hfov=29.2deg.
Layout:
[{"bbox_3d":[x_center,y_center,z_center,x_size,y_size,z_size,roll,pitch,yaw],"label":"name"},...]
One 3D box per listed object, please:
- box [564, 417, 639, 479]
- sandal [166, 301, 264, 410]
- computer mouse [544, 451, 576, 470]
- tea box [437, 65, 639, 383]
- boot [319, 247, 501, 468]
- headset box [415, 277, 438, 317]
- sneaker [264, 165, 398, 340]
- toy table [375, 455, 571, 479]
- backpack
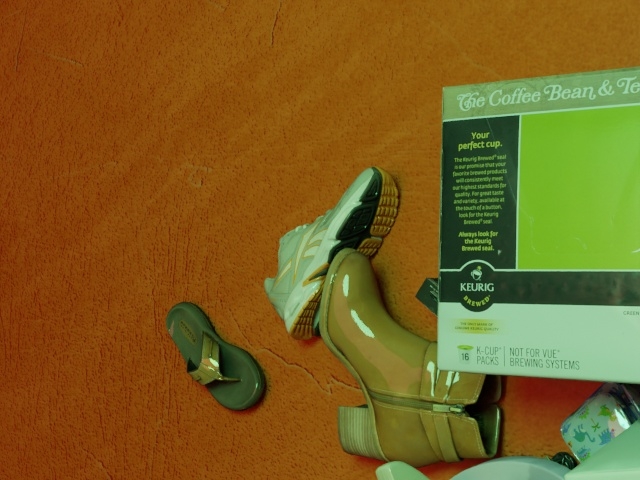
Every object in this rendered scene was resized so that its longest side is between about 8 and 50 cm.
[{"bbox_3d":[0.392,0.357,1.202,0.168,0.215,0.345,-13,92,36],"label":"box"},{"bbox_3d":[-0.166,0.168,1.790,0.219,0.060,0.090,47,114,31],"label":"sandal"},{"bbox_3d":[0.323,0.323,1.411,0.193,0.042,0.106,25,97,42],"label":"computer mouse"},{"bbox_3d":[0.319,-0.011,1.326,0.329,0.220,0.323,0,87,38],"label":"tea box"},{"bbox_3d":[0.114,0.145,1.541,0.220,0.109,0.283,-5,85,39],"label":"boot"},{"bbox_3d":[0.163,0.076,1.527,0.062,0.083,0.032,42,112,33],"label":"headset box"},{"bbox_3d":[0.000,0.000,1.656,0.121,0.099,0.262,44,112,36],"label":"sneaker"},{"bbox_3d":[0.172,0.356,1.414,0.274,0.161,0.252,-48,64,41],"label":"toy table"},{"bbox_3d":[0.335,0.226,1.381,0.105,0.084,0.114,-49,63,27],"label":"backpack"}]
